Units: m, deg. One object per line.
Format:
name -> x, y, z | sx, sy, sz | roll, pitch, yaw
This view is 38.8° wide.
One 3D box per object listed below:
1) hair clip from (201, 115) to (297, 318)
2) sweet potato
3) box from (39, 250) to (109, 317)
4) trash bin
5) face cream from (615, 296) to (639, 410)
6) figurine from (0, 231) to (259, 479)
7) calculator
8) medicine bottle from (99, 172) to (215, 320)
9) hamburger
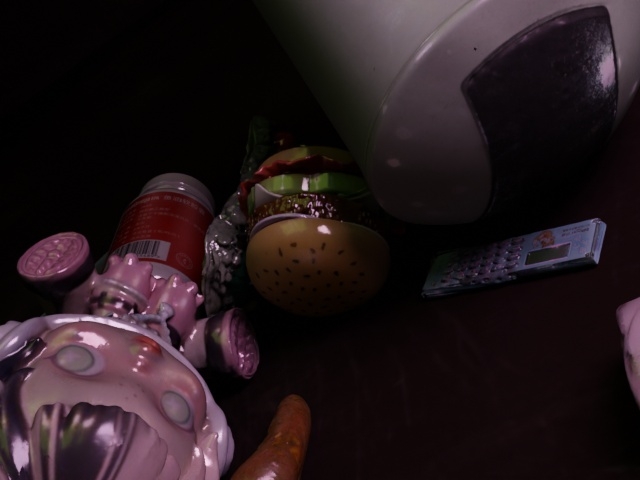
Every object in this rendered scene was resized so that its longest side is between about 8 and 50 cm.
hair clip -> -0.064, -0.032, 1.073 | 0.091, 0.138, 0.321 | 6, 37, 3
sweet potato -> -0.055, 0.214, 0.739 | 0.078, 0.058, 0.255 | -41, 13, 48
box -> -0.341, 0.095, 1.304 | 0.285, 0.044, 0.142 | -47, 23, -15
trash bin -> 0.091, -0.220, 0.836 | 0.280, 0.280, 0.432 | -37, 59, 6
face cream -> 0.311, 0.031, 0.535 | 0.269, 0.073, 0.107 | -26, 21, 27
figurine -> -0.191, 0.166, 0.823 | 0.361, 0.253, 0.211 | -89, 14, -63
calculator -> 0.167, 0.016, 0.804 | 0.172, 0.018, 0.057 | -14, 38, 39
medicine bottle -> -0.196, 0.023, 1.128 | 0.131, 0.131, 0.250 | -30, 28, 19
hamburger -> -0.003, -0.001, 0.894 | 0.175, 0.175, 0.137 | -21, 45, 33
